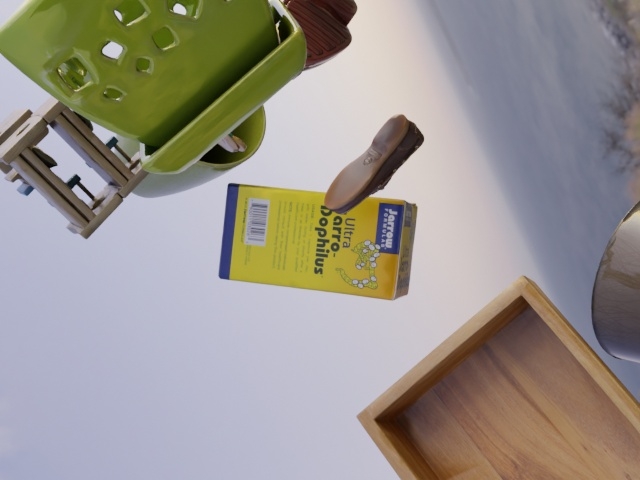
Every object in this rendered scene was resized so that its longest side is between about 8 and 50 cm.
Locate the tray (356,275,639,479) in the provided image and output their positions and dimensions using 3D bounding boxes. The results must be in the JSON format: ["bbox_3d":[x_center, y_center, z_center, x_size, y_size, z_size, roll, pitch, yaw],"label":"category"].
[{"bbox_3d":[0.234,0.251,0.790,0.411,0.203,0.076,53,-167,23],"label":"tray"}]

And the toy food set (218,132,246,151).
[{"bbox_3d":[-0.162,-0.174,1.509,0.083,0.020,0.082,27,164,49],"label":"toy food set"}]

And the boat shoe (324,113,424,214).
[{"bbox_3d":[0.096,-0.119,1.599,0.073,0.207,0.073,37,-170,-42],"label":"boat shoe"}]

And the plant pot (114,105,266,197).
[{"bbox_3d":[-0.301,-0.206,1.881,0.274,0.293,0.275,17,-122,-29],"label":"plant pot"}]

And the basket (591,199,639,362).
[{"bbox_3d":[0.408,0.058,0.914,0.154,0.204,0.227,23,-178,-28],"label":"basket"}]

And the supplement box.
[{"bbox_3d":[0.000,0.000,1.866,0.194,0.356,0.195,-1,-83,-77],"label":"supplement box"}]

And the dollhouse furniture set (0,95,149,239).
[{"bbox_3d":[-0.299,-0.102,1.093,0.129,0.129,0.183,48,164,-25],"label":"dollhouse furniture set"}]

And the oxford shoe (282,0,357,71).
[{"bbox_3d":[-0.026,-0.325,1.520,0.123,0.130,0.348,38,-151,-6],"label":"oxford shoe"}]

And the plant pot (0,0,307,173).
[{"bbox_3d":[-0.148,-0.206,0.893,0.207,0.227,0.228,47,-172,-24],"label":"plant pot"}]
